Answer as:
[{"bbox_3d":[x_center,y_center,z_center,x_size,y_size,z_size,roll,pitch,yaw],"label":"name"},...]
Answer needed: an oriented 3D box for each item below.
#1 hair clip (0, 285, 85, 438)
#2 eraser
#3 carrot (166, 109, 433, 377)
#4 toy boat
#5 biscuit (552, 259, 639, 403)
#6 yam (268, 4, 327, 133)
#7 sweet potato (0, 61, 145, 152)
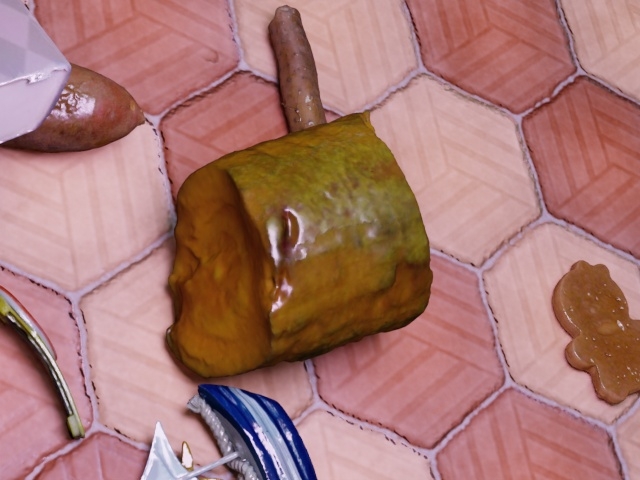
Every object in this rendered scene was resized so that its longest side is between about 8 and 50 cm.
[{"bbox_3d":[-0.284,0.117,1.429,0.033,0.060,0.188,-31,84,-17],"label":"hair clip"},{"bbox_3d":[-0.443,-0.244,1.452,0.213,0.082,0.397,-23,58,-29],"label":"eraser"},{"bbox_3d":[0.000,0.000,1.517,0.340,0.241,0.241,-20,74,-32],"label":"carrot"},{"bbox_3d":[-0.139,0.270,1.415,0.291,0.067,0.220,-21,75,-30],"label":"toy boat"},{"bbox_3d":[0.348,0.115,1.751,0.133,0.027,0.184,-27,77,-33],"label":"biscuit"},{"bbox_3d":[-0.025,-0.176,1.712,0.057,0.057,0.241,0,67,-26],"label":"yam"},{"bbox_3d":[-0.376,-0.146,1.499,0.385,0.109,0.109,-1,64,-19],"label":"sweet potato"}]
